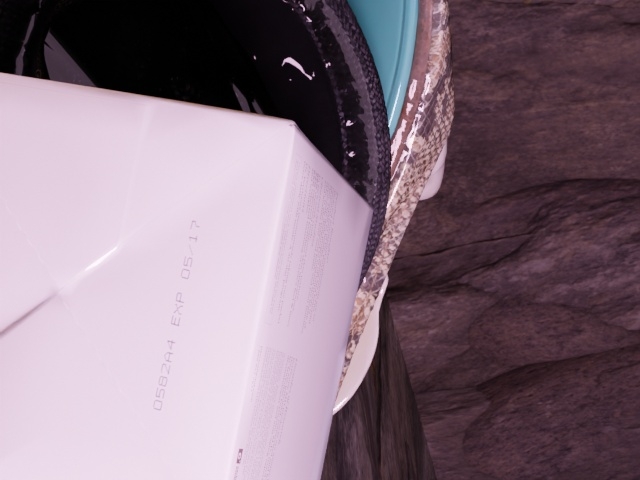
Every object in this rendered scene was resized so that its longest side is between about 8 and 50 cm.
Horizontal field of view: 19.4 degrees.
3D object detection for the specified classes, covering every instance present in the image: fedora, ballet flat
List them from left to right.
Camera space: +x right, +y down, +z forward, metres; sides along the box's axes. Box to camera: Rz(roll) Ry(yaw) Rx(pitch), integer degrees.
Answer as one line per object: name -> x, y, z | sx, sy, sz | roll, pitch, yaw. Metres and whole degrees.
fedora -> -0.114, -0.062, 1.258 | 0.152, 0.334, 0.334 | -5, -81, 67
ballet flat -> 0.000, 0.000, 1.399 | 0.182, 0.164, 0.483 | 13, 100, -52

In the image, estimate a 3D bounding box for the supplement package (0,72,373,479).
supplement package -> -0.101, 0.041, 1.001 | 0.262, 0.198, 0.199 | 38, 62, -78
